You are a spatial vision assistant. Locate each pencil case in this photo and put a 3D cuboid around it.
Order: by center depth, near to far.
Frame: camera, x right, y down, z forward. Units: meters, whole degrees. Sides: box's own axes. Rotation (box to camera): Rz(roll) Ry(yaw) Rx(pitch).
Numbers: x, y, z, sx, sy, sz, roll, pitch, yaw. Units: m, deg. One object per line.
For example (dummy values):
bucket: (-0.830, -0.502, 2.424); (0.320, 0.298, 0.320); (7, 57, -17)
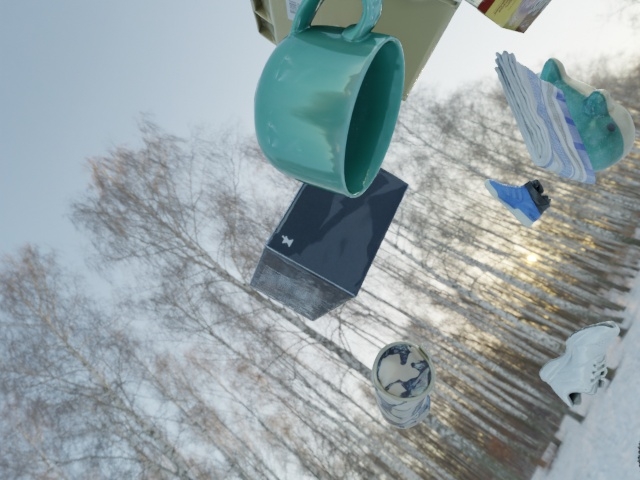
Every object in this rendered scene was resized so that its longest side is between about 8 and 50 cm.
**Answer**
pencil case: (0.247, 0.428, 1.251); (0.183, 0.160, 0.410); (-41, -31, -15)

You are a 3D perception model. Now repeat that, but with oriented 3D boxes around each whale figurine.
whale figurine: (0.556, -0.269, 0.960); (0.141, 0.272, 0.216); (-35, -6, 2)

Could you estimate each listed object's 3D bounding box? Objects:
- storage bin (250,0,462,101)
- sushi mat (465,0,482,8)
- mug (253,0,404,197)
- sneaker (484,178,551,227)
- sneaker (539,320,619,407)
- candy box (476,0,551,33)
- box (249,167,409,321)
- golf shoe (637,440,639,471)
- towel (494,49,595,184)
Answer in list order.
storage bin: (0.043, -0.323, 0.545); (0.262, 0.260, 0.123); (109, -177, -87)
sushi mat: (0.319, -0.644, 1.017); (0.151, 0.316, 0.019); (-32, -26, -17)
mug: (0.007, -0.125, 0.365); (0.129, 0.097, 0.157); (-13, -59, -67)
sneaker: (0.427, -0.104, 0.921); (0.058, 0.152, 0.084); (25, -64, -37)
sneaker: (0.714, 0.328, 1.143); (0.111, 0.129, 0.297); (-6, -48, -15)
candy box: (0.314, -0.379, 0.648); (0.187, 0.053, 0.109); (-29, -19, -51)
box: (0.000, 0.000, 1.048); (0.293, 0.212, 0.395); (-61, 3, -22)
golf shoe: (0.690, 0.469, 0.843); (0.186, 0.086, 0.067); (-61, -25, -52)
towel: (0.407, -0.206, 0.756); (0.285, 0.209, 0.034); (2, -21, -44)
